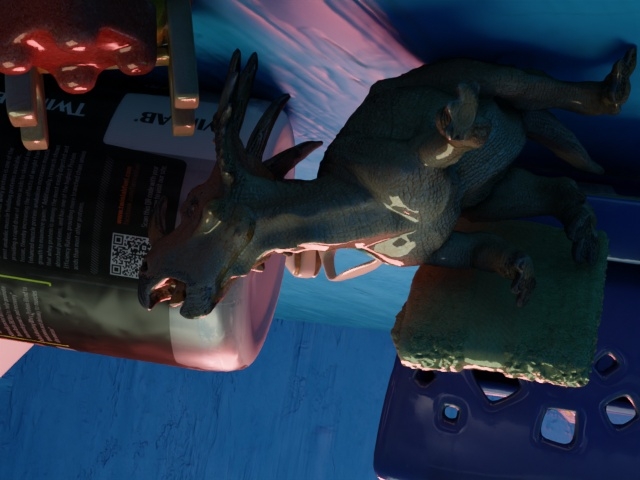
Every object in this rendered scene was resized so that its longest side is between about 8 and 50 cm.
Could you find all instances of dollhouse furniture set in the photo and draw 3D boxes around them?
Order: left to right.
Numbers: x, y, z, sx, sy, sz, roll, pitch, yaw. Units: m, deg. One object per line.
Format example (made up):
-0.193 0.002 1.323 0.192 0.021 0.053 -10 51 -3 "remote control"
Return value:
-0.245 -0.129 0.426 0.374 0.152 0.201 -7 173 -11 "dollhouse furniture set"

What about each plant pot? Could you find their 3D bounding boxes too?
0.181 0.058 0.687 0.236 0.212 0.236 8 -169 13 "plant pot"

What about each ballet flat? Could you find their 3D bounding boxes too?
0.000 0.000 1.015 0.083 0.087 0.247 16 169 -40 "ballet flat"

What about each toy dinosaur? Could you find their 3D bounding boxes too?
0.048 -0.053 0.528 0.200 0.127 0.296 17 -151 41 "toy dinosaur"

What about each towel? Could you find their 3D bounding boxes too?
0.105 0.029 0.524 0.110 0.027 0.148 6 -149 15 "towel"

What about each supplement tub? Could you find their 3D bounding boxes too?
-0.199 -0.024 0.701 0.338 0.207 0.207 8 171 5 "supplement tub"

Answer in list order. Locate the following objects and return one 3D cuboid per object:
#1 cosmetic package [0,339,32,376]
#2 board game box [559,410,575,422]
-0.460 0.048 1.029 0.224 0.138 0.225 47 -175 19 "cosmetic package"
0.294 0.121 1.129 0.194 0.194 0.060 13 170 -22 "board game box"
